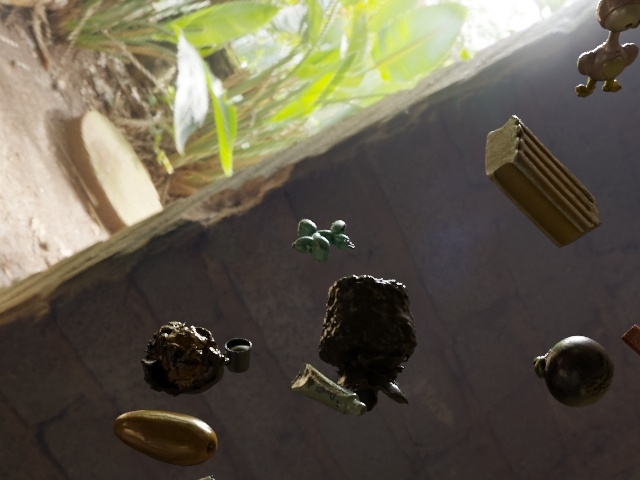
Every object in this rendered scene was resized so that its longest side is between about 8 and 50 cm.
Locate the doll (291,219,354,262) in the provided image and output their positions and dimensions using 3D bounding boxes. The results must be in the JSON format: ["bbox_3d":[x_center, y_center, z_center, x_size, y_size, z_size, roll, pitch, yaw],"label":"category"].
[{"bbox_3d":[0.000,0.000,1.758,0.158,0.159,0.059,-121,-144,-60],"label":"doll"}]

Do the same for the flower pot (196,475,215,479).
[{"bbox_3d":[-0.312,0.709,1.935,0.157,0.107,0.157,55,-22,36],"label":"flower pot"}]

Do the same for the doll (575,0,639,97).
[{"bbox_3d":[0.715,-0.490,1.732,0.365,0.160,0.094,88,-10,-64],"label":"doll"}]

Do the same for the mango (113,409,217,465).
[{"bbox_3d":[-0.357,0.452,1.661,0.138,0.253,0.113,37,64,-79],"label":"mango"}]

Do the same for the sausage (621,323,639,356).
[{"bbox_3d":[0.940,0.317,2.042,0.169,0.065,0.065,45,-4,20],"label":"sausage"}]

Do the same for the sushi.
[{"bbox_3d":[-0.370,0.321,1.984,0.200,0.204,0.213,8,35,-46],"label":"sushi"}]

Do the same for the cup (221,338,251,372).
[{"bbox_3d":[-0.252,0.345,2.124,0.078,0.100,0.077,26,-58,44],"label":"cup"}]

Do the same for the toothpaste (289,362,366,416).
[{"bbox_3d":[0.014,0.311,1.472,0.037,0.067,0.255,39,-14,-29],"label":"toothpaste"}]

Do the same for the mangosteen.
[{"bbox_3d":[0.758,0.386,2.147,0.216,0.216,0.216,64,2,-4],"label":"mangosteen"}]

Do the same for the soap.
[{"bbox_3d":[0.377,-0.087,1.208,0.232,0.073,0.140,40,39,-20],"label":"soap"}]

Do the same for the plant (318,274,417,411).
[{"bbox_3d":[0.112,0.254,1.712,0.213,0.215,0.312,127,-34,-65],"label":"plant"}]
